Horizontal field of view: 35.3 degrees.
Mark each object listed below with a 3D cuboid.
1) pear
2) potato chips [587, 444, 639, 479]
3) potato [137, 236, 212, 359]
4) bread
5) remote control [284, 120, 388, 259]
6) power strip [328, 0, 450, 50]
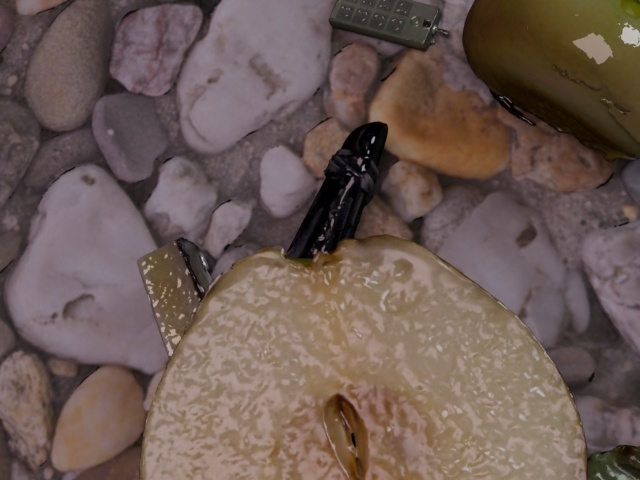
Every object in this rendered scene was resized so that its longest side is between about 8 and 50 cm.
[{"bbox_3d":[0.035,0.202,0.831,0.340,0.191,0.386,-7,70,-1],"label":"pear"},{"bbox_3d":[0.337,0.326,0.793,0.429,0.070,0.358,31,86,23],"label":"potato chips"},{"bbox_3d":[-0.134,0.061,1.010,0.061,0.086,0.122,-25,74,5],"label":"potato"},{"bbox_3d":[0.247,-0.186,0.935,0.261,0.156,0.158,37,88,23],"label":"bread"},{"bbox_3d":[0.000,0.000,0.985,0.066,0.090,0.266,20,78,4],"label":"remote control"},{"bbox_3d":[0.075,-0.239,1.078,0.136,0.019,0.051,20,78,22],"label":"power strip"}]
